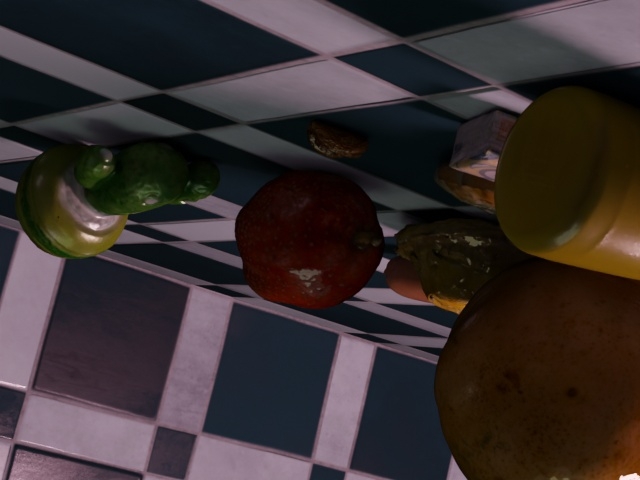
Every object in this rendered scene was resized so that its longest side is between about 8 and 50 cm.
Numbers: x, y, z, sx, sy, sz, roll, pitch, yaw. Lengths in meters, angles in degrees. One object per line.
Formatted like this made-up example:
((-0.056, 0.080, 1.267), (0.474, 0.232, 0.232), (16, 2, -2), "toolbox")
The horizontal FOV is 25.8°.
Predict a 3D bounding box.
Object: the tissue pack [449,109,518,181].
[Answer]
((0.236, -0.093, 1.591), (0.148, 0.060, 0.108), (17, 171, -16), "tissue pack")

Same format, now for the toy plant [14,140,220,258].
((-0.320, -0.087, 2.158), (0.316, 0.184, 0.224), (-17, 157, 40), "toy plant")

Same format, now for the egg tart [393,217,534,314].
((0.266, 0.053, 2.190), (0.341, 0.129, 0.341), (15, 170, 3), "egg tart")

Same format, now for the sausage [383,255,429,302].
((0.248, 0.076, 2.450), (0.289, 0.086, 0.086), (6, 168, 28), "sausage")

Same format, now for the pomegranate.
((0.344, 0.227, 1.948), (0.417, 0.416, 0.416), (13, 170, 2), "pomegranate")

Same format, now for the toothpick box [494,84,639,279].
((0.331, -0.043, 1.436), (0.271, 0.175, 0.175), (15, 170, -27), "toothpick box")

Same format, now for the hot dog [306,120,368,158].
((0.021, -0.124, 1.772), (0.083, 0.035, 0.058), (18, 172, -26), "hot dog")

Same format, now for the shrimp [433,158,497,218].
((0.344, -0.017, 1.833), (0.445, 0.085, 0.272), (18, 175, -22), "shrimp")

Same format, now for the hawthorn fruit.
((0.000, 0.000, 2.012), (0.253, 0.205, 0.205), (6, 168, 41), "hawthorn fruit")
